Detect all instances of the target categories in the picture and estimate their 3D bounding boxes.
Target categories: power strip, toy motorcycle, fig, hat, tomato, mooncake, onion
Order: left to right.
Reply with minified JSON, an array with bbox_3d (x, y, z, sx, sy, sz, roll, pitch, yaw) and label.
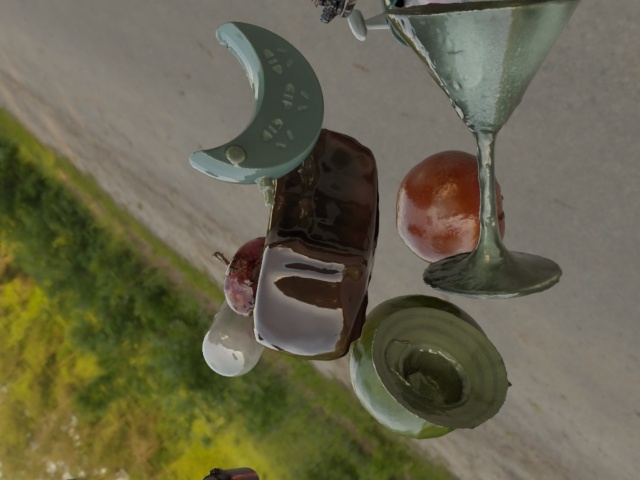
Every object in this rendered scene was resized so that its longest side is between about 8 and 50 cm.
[{"bbox_3d":[-0.143,0.058,1.593,0.140,0.150,0.150,17,150,19],"label":"onion"},{"bbox_3d":[-0.078,-0.164,1.153,0.168,0.253,0.054,12,155,-14],"label":"power strip"},{"bbox_3d":[0.000,0.000,1.310,0.326,0.174,0.333,-81,1,-67],"label":"mooncake"},{"bbox_3d":[0.039,-0.476,1.613,0.084,0.212,0.118,20,120,-3],"label":"toy motorcycle"},{"bbox_3d":[0.203,0.276,1.786,0.316,0.316,0.316,46,163,19],"label":"fig"},{"bbox_3d":[0.190,0.243,1.509,0.252,0.252,0.110,46,137,21],"label":"hat"},{"bbox_3d":[0.287,-0.066,1.957,0.265,0.265,0.265,46,163,19],"label":"tomato"}]

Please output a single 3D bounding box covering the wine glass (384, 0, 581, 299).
[{"bbox_3d":[0.236,-0.136,1.242,0.267,0.267,0.405,21,120,61],"label":"wine glass"}]

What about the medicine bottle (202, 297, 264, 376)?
[{"bbox_3d":[-0.168,0.182,1.954,0.130,0.130,0.341,56,-161,-14],"label":"medicine bottle"}]

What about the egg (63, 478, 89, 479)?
[{"bbox_3d":[-0.570,0.642,1.973,0.186,0.187,0.253,47,122,17],"label":"egg"}]

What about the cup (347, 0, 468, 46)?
[{"bbox_3d":[0.189,-0.493,1.710,0.167,0.300,0.173,51,-160,-50],"label":"cup"}]

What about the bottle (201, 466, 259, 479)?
[{"bbox_3d":[-0.161,0.430,1.548,0.060,0.060,0.164,46,-176,20],"label":"bottle"}]
